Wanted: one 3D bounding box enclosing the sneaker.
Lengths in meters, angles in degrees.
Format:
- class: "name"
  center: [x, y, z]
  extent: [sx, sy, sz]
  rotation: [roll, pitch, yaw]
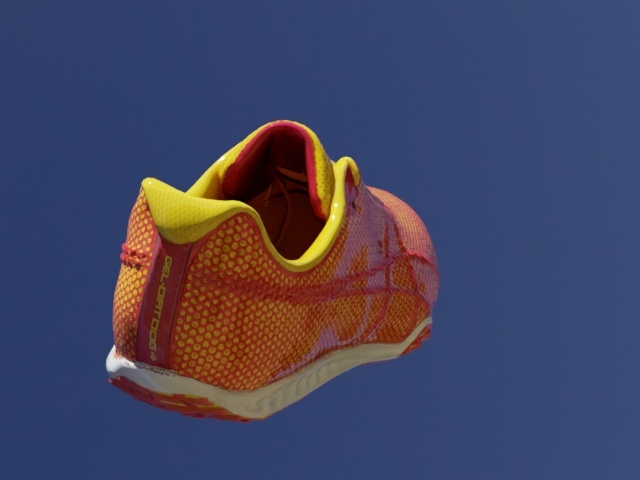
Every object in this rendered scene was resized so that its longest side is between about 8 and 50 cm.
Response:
- class: "sneaker"
  center: [0.000, 0.000, 0.411]
  extent: [0.175, 0.064, 0.067]
  rotation: [-28, -48, -71]
